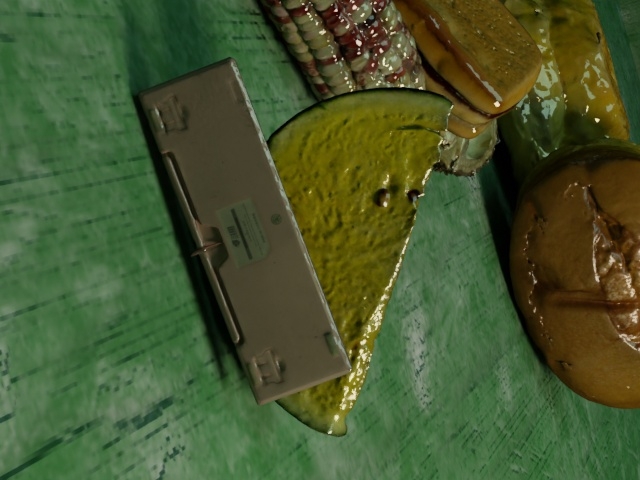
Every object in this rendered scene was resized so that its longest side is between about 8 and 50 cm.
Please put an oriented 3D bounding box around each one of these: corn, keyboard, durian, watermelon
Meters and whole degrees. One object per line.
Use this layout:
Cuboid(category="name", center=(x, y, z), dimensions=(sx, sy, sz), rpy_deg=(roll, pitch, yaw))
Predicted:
Cuboid(category="corn", center=(-0.008, -0.163, 0.769), dimensions=(0.237, 0.079, 0.079), rpy_deg=(52, 31, -38))
Cuboid(category="keyboard", center=(-0.038, -0.003, 0.606), dimensions=(0.017, 0.055, 0.166), rpy_deg=(-67, 136, -87))
Cuboid(category="durian", center=(0.093, -0.117, 0.978), dimensions=(0.110, 0.071, 0.140), rpy_deg=(27, 67, -54))
Cuboid(category="watermelon", center=(-0.009, -0.003, 0.628), dimensions=(0.075, 0.092, 0.182), rpy_deg=(14, 98, -45))

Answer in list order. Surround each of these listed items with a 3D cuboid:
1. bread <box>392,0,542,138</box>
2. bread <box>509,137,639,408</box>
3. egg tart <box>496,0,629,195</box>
Cuboid(category="bread", center=(0.069, -0.166, 0.885), dimensions=(0.200, 0.077, 0.116), rpy_deg=(45, 46, -5))
Cuboid(category="bread", center=(0.286, 0.033, 1.190), dimensions=(0.143, 0.195, 0.270), rpy_deg=(-81, 152, -64))
Cuboid(category="egg tart", center=(0.259, -0.171, 1.338), dimensions=(0.319, 0.128, 0.319), rpy_deg=(-16, 90, -70))
